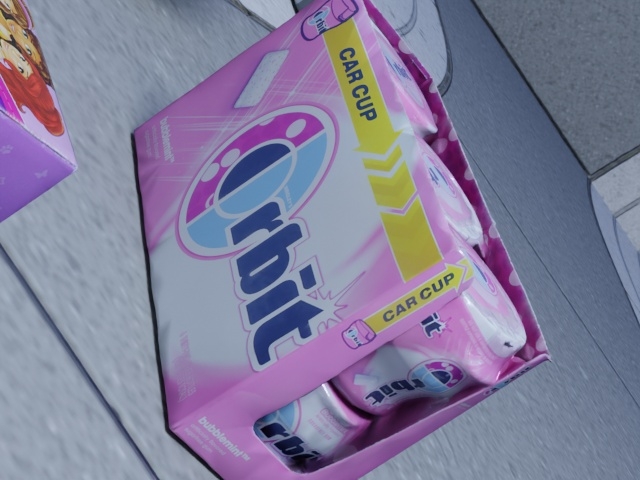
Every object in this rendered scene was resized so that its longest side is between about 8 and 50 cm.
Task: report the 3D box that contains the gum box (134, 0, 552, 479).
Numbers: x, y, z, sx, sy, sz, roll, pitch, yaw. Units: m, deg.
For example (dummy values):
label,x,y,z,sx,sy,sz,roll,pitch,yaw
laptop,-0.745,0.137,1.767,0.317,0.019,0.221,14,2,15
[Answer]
label,x,y,z,sx,sy,sz,roll,pitch,yaw
gum box,0.000,0.000,0.560,0.062,0.107,0.188,47,16,-34

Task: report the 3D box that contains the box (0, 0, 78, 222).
label,x,y,z,sx,sy,sz,roll,pitch,yaw
box,-0.173,-0.151,0.413,0.201,0.057,0.293,41,20,-50

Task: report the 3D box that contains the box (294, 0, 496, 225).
label,x,y,z,sx,sy,sz,roll,pitch,yaw
box,0.045,-0.099,1.098,0.145,0.038,0.186,45,18,-38
